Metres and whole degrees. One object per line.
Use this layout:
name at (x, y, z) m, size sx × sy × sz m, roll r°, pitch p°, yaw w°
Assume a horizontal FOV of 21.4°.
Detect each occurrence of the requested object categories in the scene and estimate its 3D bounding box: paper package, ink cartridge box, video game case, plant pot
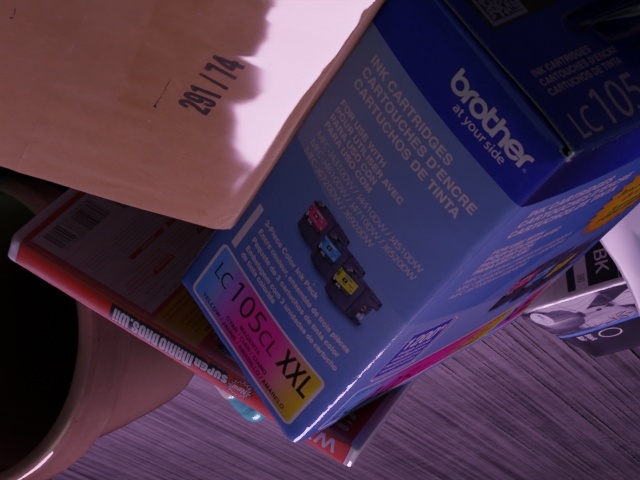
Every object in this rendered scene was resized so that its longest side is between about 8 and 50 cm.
paper package at (-0.125, -0.172, 0.900) m, size 0.310 × 0.168 × 0.325 m, roll 17°, pitch 151°, yaw -10°
ink cartridge box at (0.117, -0.066, 1.069) m, size 0.270 × 0.151 × 0.395 m, roll -25°, pitch 161°, yaw -42°
ink cartridge box at (0.360, 0.024, 1.574) m, size 0.333 × 0.065 × 0.165 m, roll -21°, pitch 150°, yaw 32°
video game case at (-0.053, 0.027, 1.231) m, size 0.285 × 0.204 × 0.025 m, roll 30°, pitch 129°, yaw 11°
plant pot at (-0.222, 0.073, 1.444) m, size 0.263 × 0.263 × 0.229 m, roll -20°, pitch 169°, yaw 32°

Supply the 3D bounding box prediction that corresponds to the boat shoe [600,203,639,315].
boat shoe at (0.282, -0.062, 1.303) m, size 0.136 × 0.156 × 0.367 m, roll -11°, pitch 126°, yaw 28°

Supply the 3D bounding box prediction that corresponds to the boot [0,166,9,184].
boot at (-0.377, -0.006, 1.268) m, size 0.229 × 0.091 × 0.263 m, roll -42°, pitch 151°, yaw 18°

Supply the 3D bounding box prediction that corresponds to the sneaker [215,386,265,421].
sneaker at (0.009, 0.075, 1.509) m, size 0.275 × 0.110 × 0.107 m, roll -25°, pitch 175°, yaw -35°
